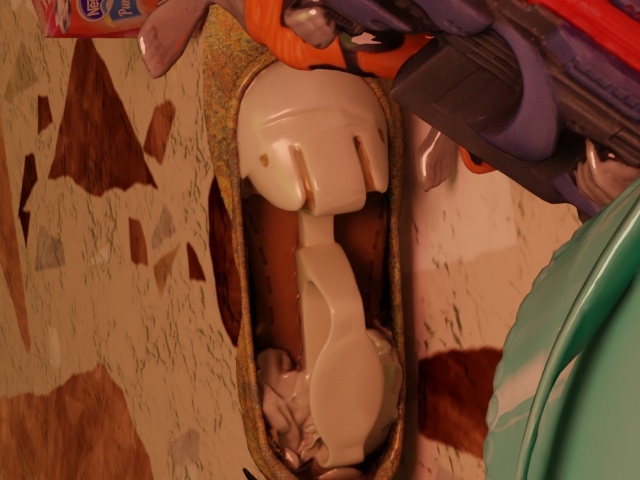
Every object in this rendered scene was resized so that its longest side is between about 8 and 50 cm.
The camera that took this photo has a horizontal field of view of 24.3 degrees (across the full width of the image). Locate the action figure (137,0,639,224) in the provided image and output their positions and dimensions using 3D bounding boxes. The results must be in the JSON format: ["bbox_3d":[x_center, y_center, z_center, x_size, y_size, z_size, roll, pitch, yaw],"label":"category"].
[{"bbox_3d":[0.051,-0.130,0.646,0.330,0.341,0.179,-11,49,56],"label":"action figure"}]

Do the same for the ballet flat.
[{"bbox_3d":[0.000,0.000,0.869,0.123,0.123,0.349,21,117,59],"label":"ballet flat"}]

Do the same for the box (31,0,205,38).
[{"bbox_3d":[-0.171,-0.284,1.136,0.123,0.128,0.257,-61,43,46],"label":"box"}]

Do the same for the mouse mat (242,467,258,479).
[{"bbox_3d":[0.027,0.217,0.891,0.189,0.007,0.153,22,148,58],"label":"mouse mat"}]

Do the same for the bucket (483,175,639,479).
[{"bbox_3d":[0.189,0.062,0.400,0.183,0.281,0.281,138,122,-60],"label":"bucket"}]
